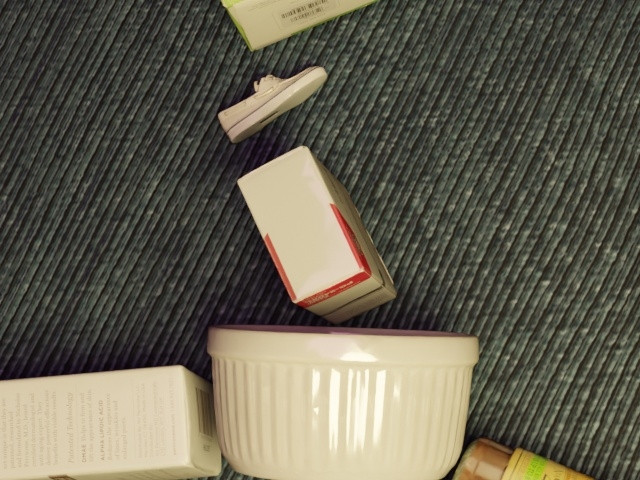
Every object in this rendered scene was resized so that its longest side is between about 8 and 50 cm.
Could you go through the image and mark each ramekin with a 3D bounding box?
[{"bbox_3d":[0.016,0.121,1.211,0.207,0.207,0.109,2,89,9],"label":"ramekin"}]

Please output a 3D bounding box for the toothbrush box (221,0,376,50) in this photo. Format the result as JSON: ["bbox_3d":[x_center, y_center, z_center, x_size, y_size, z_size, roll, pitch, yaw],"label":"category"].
[{"bbox_3d":[-0.023,-0.336,1.349,0.206,0.122,0.283,-22,77,4],"label":"toothbrush box"}]

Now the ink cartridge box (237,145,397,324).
[{"bbox_3d":[0.000,0.000,1.262,0.063,0.150,0.109,-27,76,6],"label":"ink cartridge box"}]

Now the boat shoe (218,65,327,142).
[{"bbox_3d":[-0.042,-0.123,1.354,0.100,0.035,0.035,-34,78,7],"label":"boat shoe"}]

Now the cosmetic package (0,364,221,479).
[{"bbox_3d":[-0.205,0.155,1.277,0.231,0.117,0.086,-7,76,8],"label":"cosmetic package"}]

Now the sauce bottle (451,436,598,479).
[{"bbox_3d":[0.254,0.255,1.192,0.344,0.111,0.111,20,82,10],"label":"sauce bottle"}]
